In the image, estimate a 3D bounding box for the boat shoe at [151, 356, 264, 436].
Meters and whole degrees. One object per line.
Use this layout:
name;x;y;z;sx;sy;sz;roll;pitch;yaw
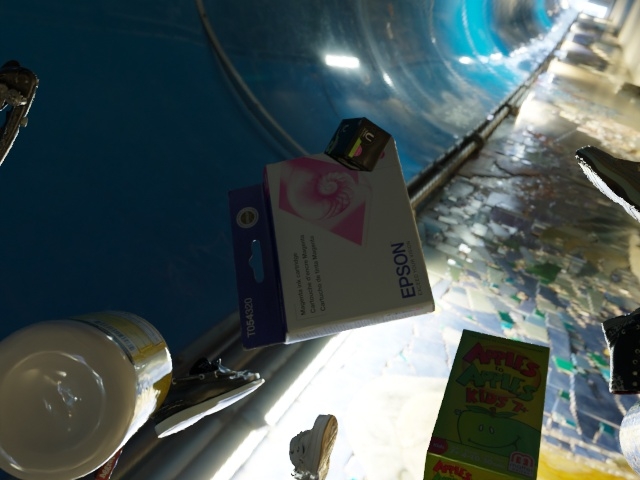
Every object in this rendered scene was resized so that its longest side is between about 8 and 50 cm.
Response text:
boat shoe;-0.234;0.295;1.240;0.127;0.113;0.340;-37;-13;24

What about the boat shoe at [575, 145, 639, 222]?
boat shoe;0.484;-0.099;0.954;0.072;0.190;0.068;-39;-44;11

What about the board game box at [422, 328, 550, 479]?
board game box;0.165;0.163;0.586;0.181;0.092;0.043;-52;-33;-53

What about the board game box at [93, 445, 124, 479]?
board game box;-0.414;0.309;1.173;0.027;0.281;0.145;19;-78;-32

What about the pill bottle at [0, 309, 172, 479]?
pill bottle;-0.315;0.194;0.846;0.334;0.188;0.187;124;169;-85

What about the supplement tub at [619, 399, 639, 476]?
supplement tub;0.737;0.406;1.233;0.207;0.207;0.338;-64;-23;-13

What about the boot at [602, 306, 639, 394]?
boot;0.729;0.247;1.356;0.236;0.085;0.178;127;154;-65

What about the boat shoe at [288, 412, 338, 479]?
boat shoe;-0.028;0.463;1.328;0.098;0.096;0.277;-47;-26;-46

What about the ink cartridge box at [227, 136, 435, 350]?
ink cartridge box;0.000;0.000;1.045;0.071;0.330;0.323;68;-170;-64

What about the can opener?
can opener;-0.416;-0.141;0.779;0.186;0.059;0.073;-66;18;6

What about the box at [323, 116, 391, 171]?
box;0.053;-0.139;0.877;0.062;0.052;0.083;-61;22;-2
